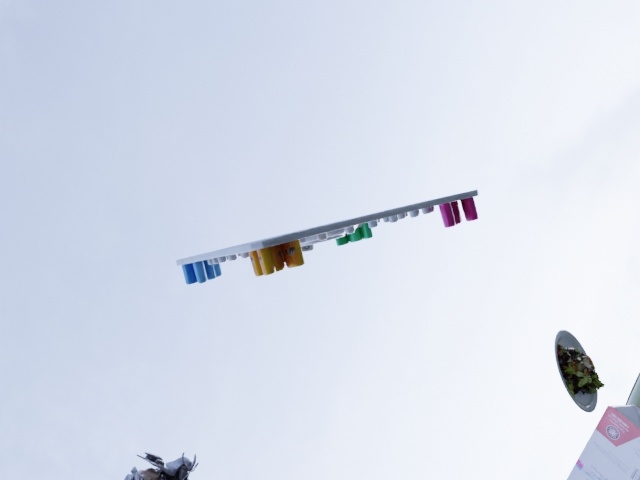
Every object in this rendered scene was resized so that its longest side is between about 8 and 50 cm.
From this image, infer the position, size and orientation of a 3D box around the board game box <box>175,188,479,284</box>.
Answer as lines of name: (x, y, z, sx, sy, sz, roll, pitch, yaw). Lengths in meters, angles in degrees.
board game box: (0.000, 0.000, 1.156, 0.389, 0.390, 0.050, -14, -89, -27)

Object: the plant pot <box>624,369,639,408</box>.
plant pot: (0.677, 0.232, 1.115, 0.366, 0.366, 0.353, 34, -110, -42)

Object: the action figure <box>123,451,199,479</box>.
action figure: (-0.295, 0.472, 1.153, 0.285, 0.099, 0.185, -51, -57, -22)

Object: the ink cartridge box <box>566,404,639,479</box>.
ink cartridge box: (0.390, 0.328, 0.910, 0.067, 0.115, 0.198, 8, -68, -33)

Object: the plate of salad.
plate of salad: (0.612, 0.304, 1.653, 0.199, 0.048, 0.200, 27, -129, -38)
